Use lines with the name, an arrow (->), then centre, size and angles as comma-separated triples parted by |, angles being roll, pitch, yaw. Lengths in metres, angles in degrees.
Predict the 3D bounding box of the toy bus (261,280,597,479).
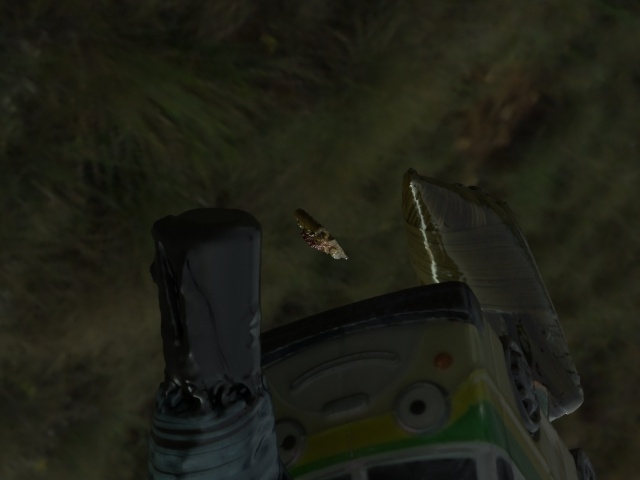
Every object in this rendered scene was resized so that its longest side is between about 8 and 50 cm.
toy bus -> 0.070, 0.172, 0.800 | 0.143, 0.179, 0.305 | -16, 141, 16

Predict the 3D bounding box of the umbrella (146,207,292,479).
umbrella -> -0.036, 0.110, 0.532 | 0.053, 0.052, 0.250 | -6, 108, -26

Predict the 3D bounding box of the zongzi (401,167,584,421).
zongzi -> 0.176, 0.061, 1.602 | 0.134, 0.286, 0.288 | -27, 162, 9

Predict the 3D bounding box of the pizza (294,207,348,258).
pizza -> -0.001, 0.000, 1.598 | 0.025, 0.078, 0.083 | -43, -161, -4

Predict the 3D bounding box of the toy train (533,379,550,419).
toy train -> 0.137, 0.186, 1.192 | 0.118, 0.074, 0.176 | 30, 56, -50
